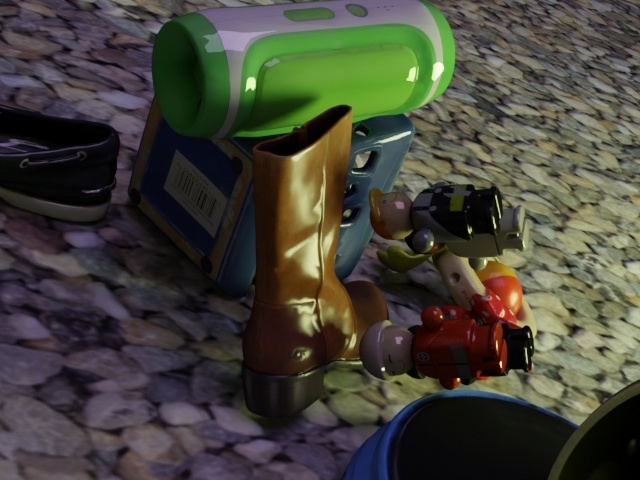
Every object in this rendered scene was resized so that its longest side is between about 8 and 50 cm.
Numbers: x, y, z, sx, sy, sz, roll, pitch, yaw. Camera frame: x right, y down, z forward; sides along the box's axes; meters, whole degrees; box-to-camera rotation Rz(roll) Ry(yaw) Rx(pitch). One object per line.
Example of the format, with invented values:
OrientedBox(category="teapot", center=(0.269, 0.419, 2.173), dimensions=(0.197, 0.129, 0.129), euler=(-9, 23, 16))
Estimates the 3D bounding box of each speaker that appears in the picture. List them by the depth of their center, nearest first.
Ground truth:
OrientedBox(category="speaker", center=(-0.012, -0.176, 1.181), dimensions=(0.297, 0.131, 0.131), euler=(-12, 46, -33))

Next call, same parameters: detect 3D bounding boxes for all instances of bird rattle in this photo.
OrientedBox(category="bird rattle", center=(0.199, 0.059, 1.431), dimensions=(0.207, 0.143, 0.253), euler=(19, 28, -51))

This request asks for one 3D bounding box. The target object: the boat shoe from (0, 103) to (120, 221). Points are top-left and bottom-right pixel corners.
OrientedBox(category="boat shoe", center=(-0.370, -0.116, 1.234), dimensions=(0.340, 0.113, 0.127), euler=(17, 30, -18))

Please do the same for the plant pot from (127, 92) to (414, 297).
OrientedBox(category="plant pot", center=(-0.071, -0.085, 1.327), dimensions=(0.212, 0.236, 0.236), euler=(-19, 53, -44))

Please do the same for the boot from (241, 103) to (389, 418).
OrientedBox(category="boot", center=(0.000, 0.000, 1.183), dimensions=(0.096, 0.280, 0.264), euler=(16, 25, 31))

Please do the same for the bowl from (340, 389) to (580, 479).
OrientedBox(category="bowl", center=(0.206, 0.289, 1.101), dimensions=(0.391, 0.077, 0.391), euler=(21, 29, -12))

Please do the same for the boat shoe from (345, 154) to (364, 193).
OrientedBox(category="boat shoe", center=(-0.058, -0.169, 1.591), dimensions=(0.096, 0.112, 0.335), euler=(4, 40, -45))

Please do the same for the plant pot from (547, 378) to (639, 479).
OrientedBox(category="plant pot", center=(0.339, 0.215, 1.022), dimensions=(0.275, 0.274, 0.293), euler=(33, 13, 10))

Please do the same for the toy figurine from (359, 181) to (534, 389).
OrientedBox(category="toy figurine", center=(0.128, 0.047, 1.219), dimensions=(0.148, 0.209, 0.213), euler=(-4, -5, 21))
